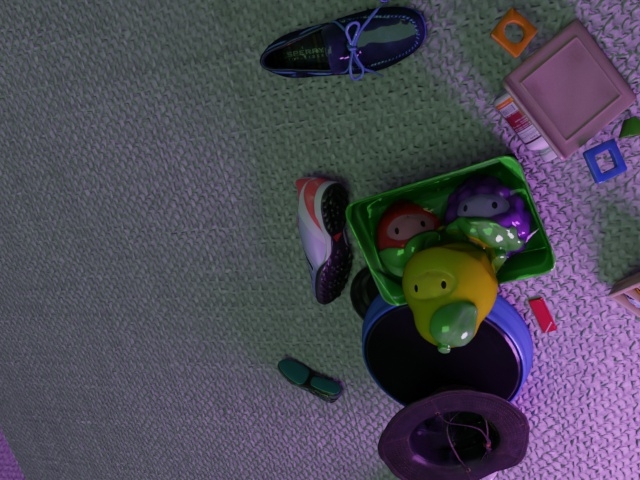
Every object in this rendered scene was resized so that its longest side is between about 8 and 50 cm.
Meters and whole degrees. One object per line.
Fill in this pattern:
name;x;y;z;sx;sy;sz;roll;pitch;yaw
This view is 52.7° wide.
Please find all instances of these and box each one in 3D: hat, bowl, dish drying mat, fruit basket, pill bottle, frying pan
hat;0.287;0.406;1.438;0.332;0.133;0.331;0;124;1
bowl;0.278;0.257;1.471;0.392;0.077;0.390;10;125;15
dish drying mat;0.483;0.163;1.403;0.032;0.008;0.083;-21;104;33
fruit basket;0.240;0.019;1.236;0.392;0.392;0.282;-16;106;31
pill bottle;0.399;-0.225;1.205;0.086;0.086;0.152;-36;96;34
frying pan;0.222;0.112;1.477;0.326;0.053;0.197;-18;109;26

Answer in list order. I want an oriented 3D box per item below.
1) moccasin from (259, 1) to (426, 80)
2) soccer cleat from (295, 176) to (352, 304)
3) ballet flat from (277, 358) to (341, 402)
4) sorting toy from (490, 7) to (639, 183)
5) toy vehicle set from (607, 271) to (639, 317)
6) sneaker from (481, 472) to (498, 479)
moccasin;0.038;-0.371;1.286;0.342;0.117;0.137;-9;110;29
soccer cleat;0.000;0.000;1.512;0.117;0.109;0.318;24;128;40
ballet flat;-0.034;0.382;1.731;0.189;0.070;0.070;25;123;17
sorting toy;0.434;-0.265;1.143;0.196;0.047;0.347;-40;95;-8
toy vehicle set;0.704;0.149;1.217;0.267;0.035;0.166;35;163;7
sneaker;0.317;0.616;1.659;0.118;0.110;0.292;48;117;7
